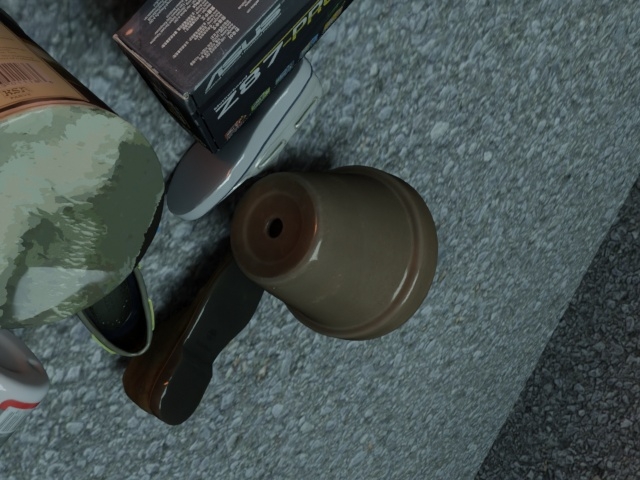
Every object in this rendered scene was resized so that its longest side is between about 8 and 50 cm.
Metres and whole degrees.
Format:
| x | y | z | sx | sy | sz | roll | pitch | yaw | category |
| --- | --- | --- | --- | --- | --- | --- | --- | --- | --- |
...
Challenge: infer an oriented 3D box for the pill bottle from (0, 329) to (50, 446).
| x | y | z | sx | sy | sz | roll | pitch | yaw | category |
| --- | --- | --- | --- | --- | --- | --- | --- | --- | --- |
| -0.460 | 0.224 | 0.849 | 0.283 | 0.161 | 0.161 | -49 | 144 | -3 | pill bottle |

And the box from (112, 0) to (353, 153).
| x | y | z | sx | sy | sz | roll | pitch | yaw | category |
| --- | --- | --- | --- | --- | --- | --- | --- | --- | --- |
| -0.026 | -0.284 | 0.799 | 0.395 | 0.097 | 0.318 | -48 | 180 | -4 | box |

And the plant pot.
| x | y | z | sx | sy | sz | roll | pitch | yaw | category |
| --- | --- | --- | --- | --- | --- | --- | --- | --- | --- |
| 0.000 | 0.000 | 1.052 | 0.229 | 0.263 | 0.263 | 20 | 105 | -55 | plant pot |

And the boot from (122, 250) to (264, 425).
| x | y | z | sx | sy | sz | roll | pitch | yaw | category |
| --- | --- | --- | --- | --- | --- | --- | --- | --- | --- |
| -0.183 | 0.113 | 1.115 | 0.305 | 0.115 | 0.112 | -58 | 139 | -22 | boot |

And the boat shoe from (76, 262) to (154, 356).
| x | y | z | sx | sy | sz | roll | pitch | yaw | category |
| --- | --- | --- | --- | --- | --- | --- | --- | --- | --- |
| -0.279 | 0.030 | 0.933 | 0.109 | 0.091 | 0.305 | -34 | 140 | -22 | boat shoe |

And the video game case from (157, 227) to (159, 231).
| x | y | z | sx | sy | sz | roll | pitch | yaw | category |
| --- | --- | --- | --- | --- | --- | --- | --- | --- | --- |
| -0.238 | -0.087 | 0.812 | 0.015 | 0.166 | 0.119 | -36 | 141 | -19 | video game case |

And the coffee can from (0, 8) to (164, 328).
| x | y | z | sx | sy | sz | roll | pitch | yaw | category |
| --- | --- | --- | --- | --- | --- | --- | --- | --- | --- |
| -0.294 | -0.081 | 0.666 | 0.201 | 0.275 | 0.202 | -28 | 138 | -28 | coffee can |

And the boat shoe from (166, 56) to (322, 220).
| x | y | z | sx | sy | sz | roll | pitch | yaw | category |
| --- | --- | --- | --- | --- | --- | --- | --- | --- | --- |
| -0.094 | -0.127 | 1.002 | 0.267 | 0.096 | 0.088 | -56 | 140 | -8 | boat shoe |
